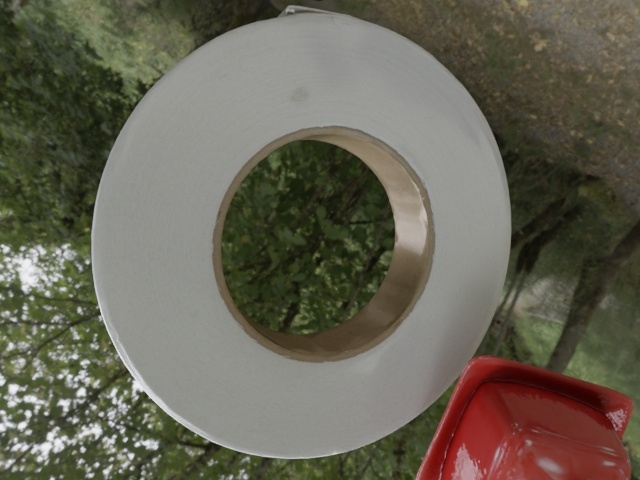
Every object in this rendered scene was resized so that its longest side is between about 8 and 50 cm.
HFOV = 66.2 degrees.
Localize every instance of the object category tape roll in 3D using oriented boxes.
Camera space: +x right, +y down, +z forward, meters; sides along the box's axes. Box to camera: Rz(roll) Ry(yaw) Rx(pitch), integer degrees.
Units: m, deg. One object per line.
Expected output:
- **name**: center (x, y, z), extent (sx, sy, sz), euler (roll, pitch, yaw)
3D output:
- **tape roll**: center (0.000, 0.000, 0.455), extent (0.392, 0.392, 0.072), euler (34, 174, -20)

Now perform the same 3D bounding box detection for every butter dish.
- **butter dish**: center (0.181, 0.198, 0.401), extent (0.160, 0.160, 0.118), euler (17, -165, -5)
